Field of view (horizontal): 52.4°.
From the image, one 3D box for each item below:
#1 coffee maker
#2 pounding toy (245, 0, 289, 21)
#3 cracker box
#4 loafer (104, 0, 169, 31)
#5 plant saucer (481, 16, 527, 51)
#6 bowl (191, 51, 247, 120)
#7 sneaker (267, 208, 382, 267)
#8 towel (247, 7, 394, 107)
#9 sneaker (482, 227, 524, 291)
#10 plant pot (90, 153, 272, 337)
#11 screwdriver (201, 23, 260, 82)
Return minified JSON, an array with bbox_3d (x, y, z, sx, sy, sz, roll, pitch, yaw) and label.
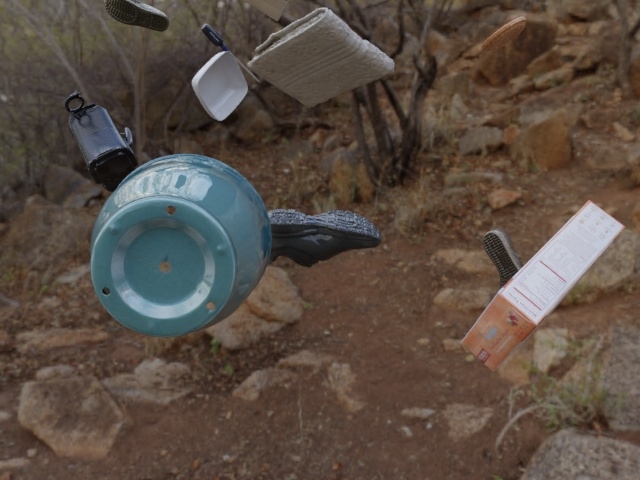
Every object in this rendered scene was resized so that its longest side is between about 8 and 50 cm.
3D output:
[{"bbox_3d":[-0.509,-0.219,1.492,0.178,0.120,0.171,52,8,36],"label":"coffee maker"},{"bbox_3d":[-0.129,-0.641,1.616,0.130,0.100,0.141,29,34,-14],"label":"pounding toy"},{"bbox_3d":[0.312,0.065,0.919,0.232,0.155,0.067,-37,70,-27],"label":"cracker box"},{"bbox_3d":[-0.421,-0.521,1.497,0.148,0.056,0.050,19,24,-18],"label":"loafer"},{"bbox_3d":[0.312,-0.346,1.099,0.083,0.013,0.083,-30,-6,-4],"label":"plant saucer"},{"bbox_3d":[-0.262,-0.391,1.648,0.053,0.142,0.142,17,61,35],"label":"bowl"},{"bbox_3d":[0.000,0.000,1.525,0.286,0.130,0.109,5,26,6],"label":"sneaker"},{"bbox_3d":[-0.006,-0.353,1.289,0.187,0.049,0.282,27,-20,-33],"label":"towel"},{"bbox_3d":[0.400,0.061,1.343,0.066,0.188,0.071,-23,-4,42],"label":"sneaker"},{"bbox_3d":[-0.206,0.014,0.932,0.272,0.271,0.255,4,8,-5],"label":"plant pot"},{"bbox_3d":[-0.193,-0.399,1.409,0.024,0.170,0.025,-8,43,52],"label":"screwdriver"}]
